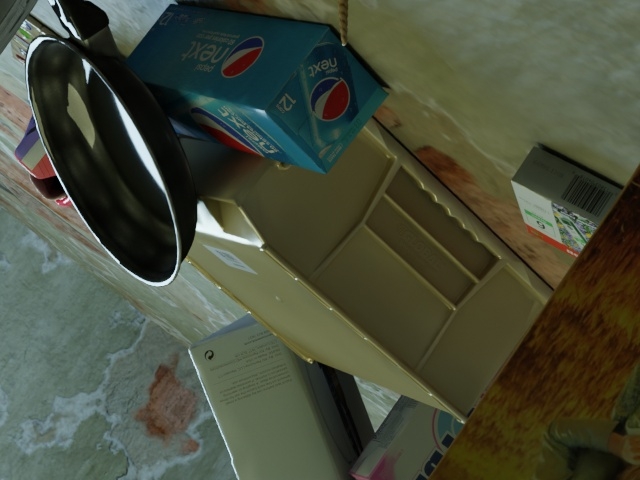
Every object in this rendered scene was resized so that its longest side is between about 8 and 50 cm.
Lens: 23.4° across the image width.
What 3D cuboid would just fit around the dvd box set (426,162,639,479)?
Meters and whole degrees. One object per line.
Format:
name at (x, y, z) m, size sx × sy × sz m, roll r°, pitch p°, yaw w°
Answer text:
dvd box set at (0.176, 0.197, 0.730) m, size 0.307 × 0.420 × 0.062 m, roll 33°, pitch 168°, yaw 15°

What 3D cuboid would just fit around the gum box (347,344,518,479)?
gum box at (0.119, 0.170, 1.362) m, size 0.107 × 0.188 × 0.062 m, roll 39°, pitch 168°, yaw -11°

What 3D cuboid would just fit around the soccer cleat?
soccer cleat at (-0.228, -0.077, 1.484) m, size 0.108 × 0.116 × 0.318 m, roll 44°, pitch 169°, yaw 5°

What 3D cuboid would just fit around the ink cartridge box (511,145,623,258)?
ink cartridge box at (0.155, -0.009, 0.938) m, size 0.062 × 0.029 × 0.115 m, roll 30°, pitch 167°, yaw 25°

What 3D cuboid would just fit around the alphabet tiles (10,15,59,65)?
alphabet tiles at (-0.211, -0.138, 1.534) m, size 0.237 × 0.009 × 0.198 m, roll 36°, pitch 168°, yaw -3°

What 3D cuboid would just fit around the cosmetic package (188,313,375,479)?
cosmetic package at (-0.008, 0.204, 1.532) m, size 0.377 × 0.097 × 0.285 m, roll -24°, pitch -85°, yaw -84°

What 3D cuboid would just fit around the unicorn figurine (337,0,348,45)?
unicorn figurine at (-0.032, -0.177, 0.764) m, size 0.111 × 0.060 × 0.162 m, roll 43°, pitch -177°, yaw -34°

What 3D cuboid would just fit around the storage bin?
storage bin at (0.000, 0.000, 1.197) m, size 0.260 × 0.123 × 0.262 m, roll 42°, pitch 167°, yaw -26°

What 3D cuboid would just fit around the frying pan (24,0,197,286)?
frying pan at (-0.168, -0.117, 1.078) m, size 0.197 × 0.053 × 0.326 m, roll 13°, pitch 128°, yaw 57°

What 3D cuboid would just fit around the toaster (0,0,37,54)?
toaster at (-0.333, -0.212, 1.293) m, size 0.146 × 0.129 × 0.227 m, roll 39°, pitch 167°, yaw -25°

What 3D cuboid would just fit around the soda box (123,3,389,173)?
soda box at (-0.052, -0.106, 1.043) m, size 0.067 × 0.071 × 0.210 m, roll 45°, pitch 166°, yaw -32°
